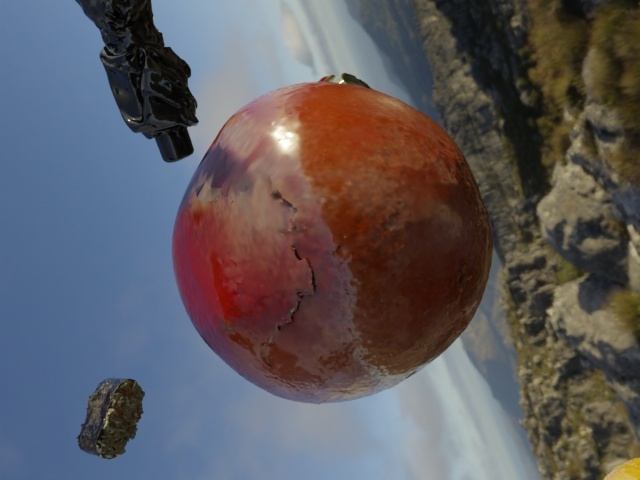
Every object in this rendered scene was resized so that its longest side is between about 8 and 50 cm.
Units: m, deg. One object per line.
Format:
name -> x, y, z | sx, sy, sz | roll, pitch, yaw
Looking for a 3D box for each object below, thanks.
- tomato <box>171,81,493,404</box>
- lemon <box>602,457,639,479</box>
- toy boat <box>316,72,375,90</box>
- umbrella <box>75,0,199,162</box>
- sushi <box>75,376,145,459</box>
tomato -> 0.000, 0.000, 0.424 | 0.184, 0.208, 0.208 | 8, -126, -42
lemon -> 0.385, 0.314, 0.729 | 0.142, 0.187, 0.142 | 60, 166, 25
toy boat -> 0.028, -0.146, 0.749 | 0.089, 0.071, 0.185 | 57, -156, 19
umbrella -> -0.203, -0.216, 0.723 | 0.110, 0.122, 0.272 | -49, -48, -44
sushi -> -0.396, 0.337, 1.244 | 0.090, 0.078, 0.150 | 41, -122, -47
